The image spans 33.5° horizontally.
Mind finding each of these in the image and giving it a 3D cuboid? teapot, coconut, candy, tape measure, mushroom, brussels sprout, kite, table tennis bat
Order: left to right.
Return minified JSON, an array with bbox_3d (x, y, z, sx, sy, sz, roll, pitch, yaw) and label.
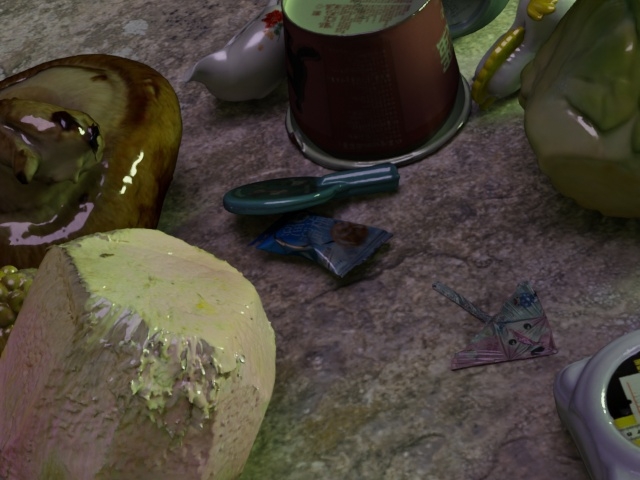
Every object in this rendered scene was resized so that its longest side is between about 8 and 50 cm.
[{"bbox_3d":[-0.301,-0.093,1.149,0.346,0.259,0.345,-8,47,9],"label":"mushroom"},{"bbox_3d":[-0.165,0.137,0.904,0.233,0.245,0.233,20,21,-8],"label":"coconut"},{"bbox_3d":[-0.080,-0.243,1.361,0.145,0.092,0.226,-23,25,49],"label":"teapot"},{"bbox_3d":[-0.010,-0.057,1.192,0.201,0.033,0.124,-10,17,-6],"label":"table tennis bat"},{"bbox_3d":[-0.001,0.000,1.146,0.136,0.038,0.088,18,41,31],"label":"candy"},{"bbox_3d":[0.165,0.080,1.045,0.153,0.005,0.137,24,53,34],"label":"kite"},{"bbox_3d":[0.295,0.162,0.865,0.178,0.105,0.196,-16,41,8],"label":"tape measure"},{"bbox_3d":[0.373,-0.170,1.081,0.344,0.268,0.344,-45,14,15],"label":"brussels sprout"}]

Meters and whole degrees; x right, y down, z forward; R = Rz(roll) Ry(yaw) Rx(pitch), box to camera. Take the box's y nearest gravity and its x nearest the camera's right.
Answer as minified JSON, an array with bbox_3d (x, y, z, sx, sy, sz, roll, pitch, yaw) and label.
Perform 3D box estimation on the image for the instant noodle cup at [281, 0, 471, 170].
[{"bbox_3d":[0.058,-0.221,1.259,0.235,0.178,0.234,-6,45,7],"label":"instant noodle cup"}]

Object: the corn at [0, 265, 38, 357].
[{"bbox_3d":[-0.391,0.141,0.991,0.347,0.130,0.130,-35,45,1],"label":"corn"}]

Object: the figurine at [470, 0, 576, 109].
[{"bbox_3d":[0.238,-0.229,1.253,0.109,0.178,0.130,44,33,15],"label":"figurine"}]

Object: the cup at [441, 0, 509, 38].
[{"bbox_3d":[0.171,-0.421,1.422,0.206,0.205,0.312,2,46,15],"label":"cup"}]
